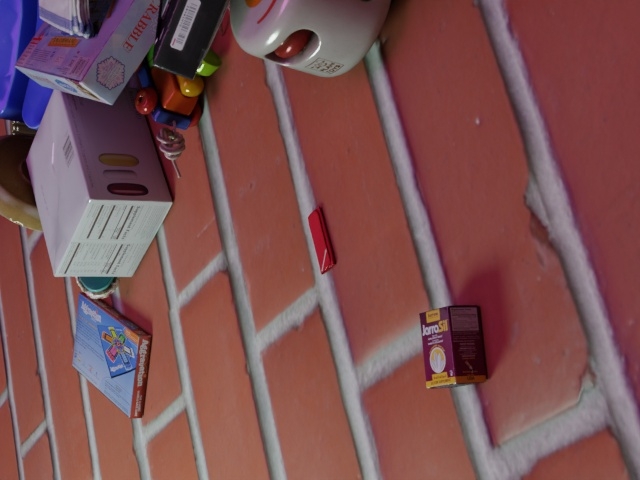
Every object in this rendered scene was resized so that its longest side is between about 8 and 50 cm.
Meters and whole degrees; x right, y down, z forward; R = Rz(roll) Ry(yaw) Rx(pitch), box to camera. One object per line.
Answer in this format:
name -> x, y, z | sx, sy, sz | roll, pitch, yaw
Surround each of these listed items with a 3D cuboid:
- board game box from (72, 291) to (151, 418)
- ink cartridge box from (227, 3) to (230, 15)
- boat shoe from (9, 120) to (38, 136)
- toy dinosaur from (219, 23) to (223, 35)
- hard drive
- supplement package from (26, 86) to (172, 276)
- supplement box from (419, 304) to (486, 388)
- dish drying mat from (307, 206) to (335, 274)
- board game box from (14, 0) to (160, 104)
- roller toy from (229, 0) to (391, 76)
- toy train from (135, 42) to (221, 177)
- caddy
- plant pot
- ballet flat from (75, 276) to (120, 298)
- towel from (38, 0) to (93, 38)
board game box -> -0.369, 0.195, 2.118 | 0.281, 0.027, 0.145 | 24, 111, 56
ink cartridge box -> -0.082, -0.383, 1.646 | 0.150, 0.063, 0.109 | -57, 43, 40
boat shoe -> -0.550, -0.301, 2.382 | 0.095, 0.095, 0.257 | -121, 48, -60
toy dinosaur -> -0.162, -0.414, 1.750 | 0.064, 0.112, 0.211 | 13, 92, 61
hard drive -> -0.140, -0.374, 1.534 | 0.339, 0.064, 0.237 | -100, 32, -60
supplement package -> -0.376, -0.102, 2.027 | 0.204, 0.145, 0.262 | -55, 45, 41
supplement box -> 0.141, 0.114, 1.291 | 0.055, 0.043, 0.083 | -23, 69, 57
dish drying mat -> 0.000, 0.000, 1.553 | 0.032, 0.008, 0.083 | -45, 52, 49
board game box -> -0.322, -0.373, 1.895 | 0.318, 0.066, 0.319 | -58, 33, -7
roller toy -> -0.008, -0.296, 1.446 | 0.209, 0.146, 0.191 | -64, 31, 21
toy train -> -0.198, -0.229, 1.806 | 0.143, 0.105, 0.248 | -45, 51, 31
caddy -> -0.470, -0.342, 2.165 | 0.241, 0.179, 0.341 | 18, 103, 34
plant pot -> -0.501, -0.110, 2.145 | 0.032, 0.236, 0.236 | -54, 46, 35
ballet flat -> -0.400, 0.033, 2.142 | 0.241, 0.091, 0.077 | -118, 12, -44
towel -> -0.389, -0.458, 1.821 | 0.209, 0.034, 0.285 | 30, 123, 57
